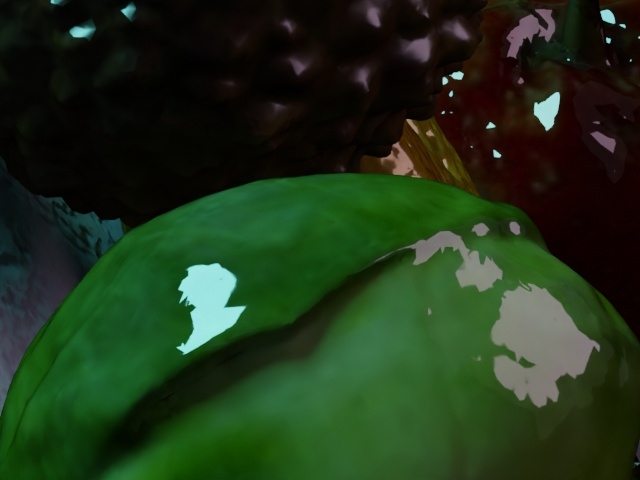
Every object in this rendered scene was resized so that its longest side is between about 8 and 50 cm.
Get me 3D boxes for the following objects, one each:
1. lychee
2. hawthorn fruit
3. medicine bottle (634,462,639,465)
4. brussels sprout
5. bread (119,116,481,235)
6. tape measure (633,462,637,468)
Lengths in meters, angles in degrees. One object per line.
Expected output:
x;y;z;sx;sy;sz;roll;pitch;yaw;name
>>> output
-0.054;-0.097;0.509;0.200;0.238;0.200;33;-45;41;lychee
0.106;-0.054;0.865;0.300;0.254;0.254;91;-17;-48;hawthorn fruit
0.268;0.279;1.259;0.114;0.114;0.252;51;13;-45;medicine bottle
-0.006;0.071;0.403;0.131;0.145;0.183;39;-49;35;brussels sprout
-0.002;-0.002;0.673;0.198;0.120;0.236;50;14;-40;bread
0.197;0.186;1.250;0.094;0.091;0.054;60;-31;29;tape measure
